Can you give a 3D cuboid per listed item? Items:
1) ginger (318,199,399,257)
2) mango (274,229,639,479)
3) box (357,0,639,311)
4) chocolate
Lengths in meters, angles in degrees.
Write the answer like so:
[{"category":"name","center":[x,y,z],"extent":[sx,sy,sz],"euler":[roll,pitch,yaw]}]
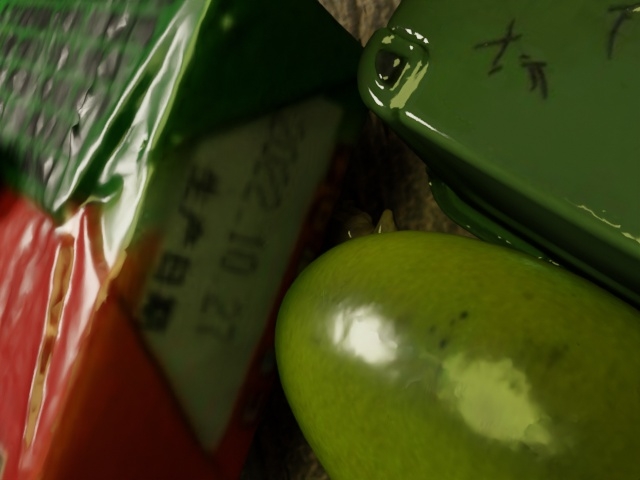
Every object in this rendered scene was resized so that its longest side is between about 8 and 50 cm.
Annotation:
[{"category":"ginger","center":[-0.007,0.014,0.643],"extent":[0.258,0.065,0.149],"euler":[38,99,38]},{"category":"mango","center":[0.083,0.089,0.453],"extent":[0.273,0.185,0.149],"euler":[39,57,24]},{"category":"box","center":[0.189,-0.077,0.452],"extent":[0.328,0.177,0.253],"euler":[35,96,41]},{"category":"chocolate","center":[-0.150,-0.024,0.650],"extent":[0.360,0.161,0.341],"euler":[21,92,52]}]
